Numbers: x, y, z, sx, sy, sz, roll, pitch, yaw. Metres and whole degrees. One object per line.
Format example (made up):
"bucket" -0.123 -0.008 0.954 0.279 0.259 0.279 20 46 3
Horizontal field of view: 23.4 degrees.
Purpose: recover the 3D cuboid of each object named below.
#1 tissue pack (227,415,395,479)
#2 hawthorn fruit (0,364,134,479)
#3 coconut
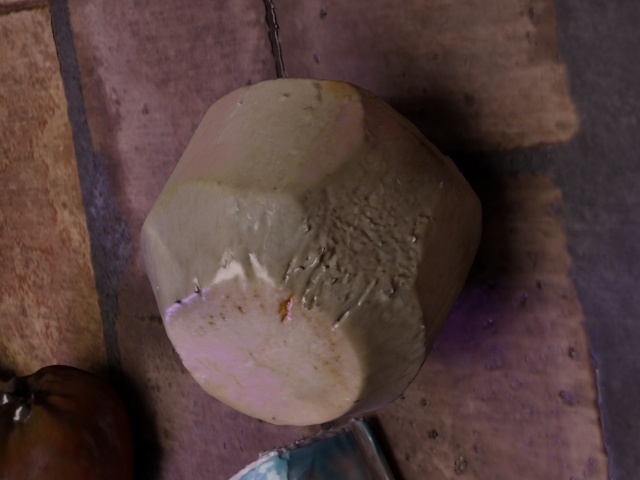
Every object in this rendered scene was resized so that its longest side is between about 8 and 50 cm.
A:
"tissue pack" 0.005 0.302 1.218 0.201 0.124 0.271 -44 67 52
"hawthorn fruit" -0.274 0.242 1.514 0.199 0.199 0.251 35 141 41
"coconut" -0.003 -0.002 1.066 0.241 0.241 0.241 19 115 48
